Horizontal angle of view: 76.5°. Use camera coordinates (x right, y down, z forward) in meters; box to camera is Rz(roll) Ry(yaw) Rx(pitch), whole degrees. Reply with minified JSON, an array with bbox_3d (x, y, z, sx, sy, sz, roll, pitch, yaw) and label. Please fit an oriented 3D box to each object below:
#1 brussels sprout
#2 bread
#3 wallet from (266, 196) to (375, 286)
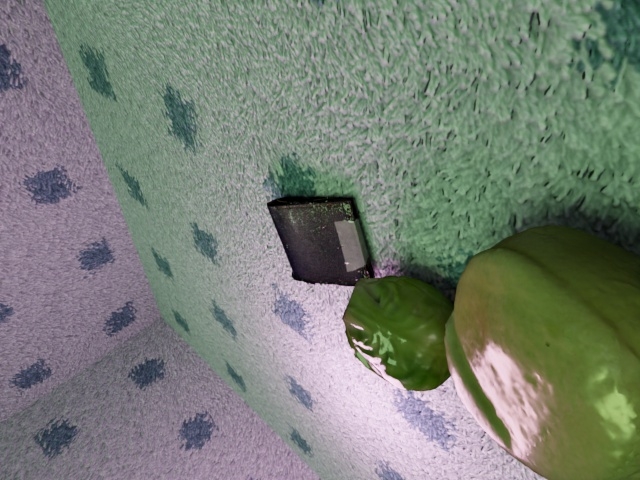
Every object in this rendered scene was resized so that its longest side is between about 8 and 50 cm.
[{"bbox_3d":[0.159,0.176,0.798,0.244,0.244,0.244,31,140,30],"label":"brussels sprout"},{"bbox_3d":[0.316,0.137,0.510,0.320,0.238,0.320,167,90,-72],"label":"bread"},{"bbox_3d":[0.000,0.000,0.958,0.262,0.071,0.220,4,118,45],"label":"wallet"}]
